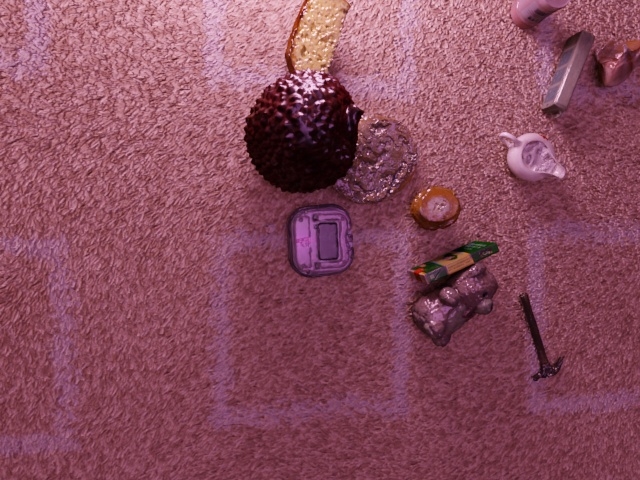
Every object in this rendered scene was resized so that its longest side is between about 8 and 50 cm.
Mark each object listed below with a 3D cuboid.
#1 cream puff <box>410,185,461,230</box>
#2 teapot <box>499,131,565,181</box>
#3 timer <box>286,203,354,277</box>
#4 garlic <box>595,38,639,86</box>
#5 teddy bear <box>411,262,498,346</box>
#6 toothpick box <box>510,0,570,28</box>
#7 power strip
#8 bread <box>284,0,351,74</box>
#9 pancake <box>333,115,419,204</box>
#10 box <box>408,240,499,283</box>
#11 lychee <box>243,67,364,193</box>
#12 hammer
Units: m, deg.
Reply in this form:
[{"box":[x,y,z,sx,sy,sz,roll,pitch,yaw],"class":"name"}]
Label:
[{"box":[0.334,-0.091,1.323,0.144,0.103,0.126,-9,82,-8],"class":"cream puff"},{"box":[0.629,-0.256,1.363,0.226,0.092,0.145,31,86,-8],"class":"teapot"},{"box":[0.000,0.000,1.295,0.191,0.069,0.208,-6,94,-11],"class":"timer"},{"box":[0.934,-0.560,1.391,0.175,0.099,0.124,-37,113,-5],"class":"garlic"},{"box":[0.400,0.186,1.321,0.267,0.236,0.151,-33,55,6],"class":"teddy bear"},{"box":[0.639,-0.692,1.304,0.099,0.149,0.098,-1,94,-9],"class":"toothpick box"},{"box":[0.753,-0.508,1.372,0.052,0.078,0.271,22,91,-8],"class":"power strip"},{"box":[-0.023,-0.544,1.222,0.129,0.134,0.260,20,88,-21],"class":"bread"},{"box":[0.152,-0.233,1.311,0.283,0.049,0.281,-1,93,-10],"class":"pancake"},{"box":[0.390,0.061,1.327,0.235,0.132,0.034,-23,96,-6],"class":"box"},{"box":[-0.041,-0.277,1.155,0.331,0.306,0.305,-7,96,26],"class":"lychee"},{"box":[0.695,0.305,1.446,0.125,0.027,0.296,-23,97,-6],"class":"hammer"}]
